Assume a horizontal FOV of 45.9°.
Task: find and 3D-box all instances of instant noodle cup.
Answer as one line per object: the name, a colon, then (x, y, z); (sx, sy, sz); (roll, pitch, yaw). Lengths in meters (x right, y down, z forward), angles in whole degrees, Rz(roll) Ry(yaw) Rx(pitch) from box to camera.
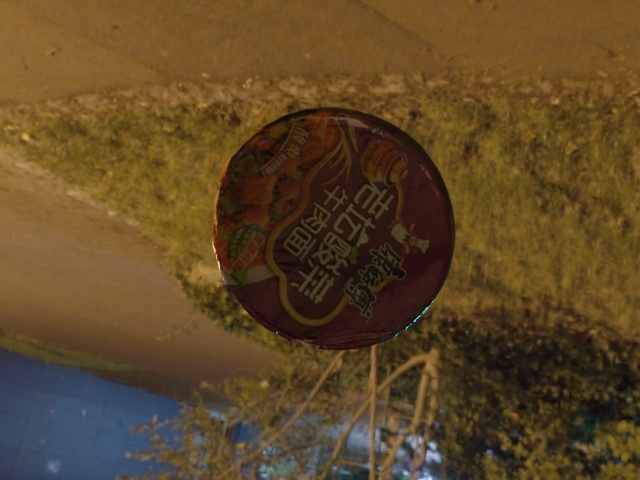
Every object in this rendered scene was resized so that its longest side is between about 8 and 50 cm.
instant noodle cup: (0.000, 0.000, 0.839); (0.251, 0.251, 0.190); (13, 168, -8)
